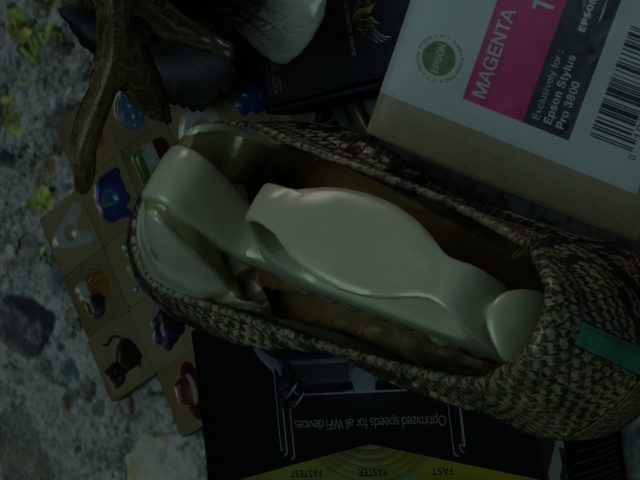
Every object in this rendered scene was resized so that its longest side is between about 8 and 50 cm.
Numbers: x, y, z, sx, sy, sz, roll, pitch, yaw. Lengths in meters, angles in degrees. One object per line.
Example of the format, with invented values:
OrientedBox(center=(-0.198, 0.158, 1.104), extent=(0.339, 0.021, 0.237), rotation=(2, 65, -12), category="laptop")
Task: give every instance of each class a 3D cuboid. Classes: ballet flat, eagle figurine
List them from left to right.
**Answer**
OrientedBox(center=(-0.126, -0.196, 1.371), extent=(0.226, 0.298, 0.225), rotation=(-42, 101, 14), category="eagle figurine")
OrientedBox(center=(0.000, 0.000, 1.238), extent=(0.482, 0.182, 0.164), rotation=(18, 85, 42), category="ballet flat")

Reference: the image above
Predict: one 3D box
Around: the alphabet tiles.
OrientedBox(center=(-0.087, -0.022, 1.506), extent=(0.342, 0.011, 0.285), rotation=(-35, 73, 35), category="alphabet tiles")

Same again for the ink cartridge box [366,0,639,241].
OrientedBox(center=(0.158, -0.144, 1.209), extent=(0.193, 0.088, 0.235), rotation=(22, 109, 12), category="ink cartridge box")

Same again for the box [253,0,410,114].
OrientedBox(center=(0.028, -0.218, 1.359), extent=(0.183, 0.059, 0.233), rotation=(-11, 87, 35), category="box")

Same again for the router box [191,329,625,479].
OrientedBox(center=(0.061, 0.169, 1.349), extent=(0.308, 0.081, 0.243), rotation=(-5, 91, 37), category="router box")
